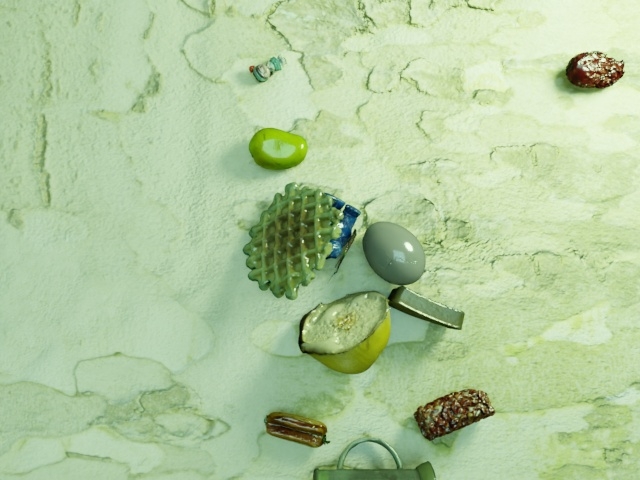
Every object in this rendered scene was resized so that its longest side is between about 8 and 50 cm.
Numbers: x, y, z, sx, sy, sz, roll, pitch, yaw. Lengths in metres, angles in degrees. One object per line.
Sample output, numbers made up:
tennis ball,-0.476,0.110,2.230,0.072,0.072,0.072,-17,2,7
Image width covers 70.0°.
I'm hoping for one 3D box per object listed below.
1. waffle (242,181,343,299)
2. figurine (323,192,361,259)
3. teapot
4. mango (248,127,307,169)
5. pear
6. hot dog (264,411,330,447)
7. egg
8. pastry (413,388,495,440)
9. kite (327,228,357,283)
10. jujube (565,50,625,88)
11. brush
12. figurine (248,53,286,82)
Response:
waffle,-0.082,-0.005,1.218,0.292,0.056,0.309,31,92,44
figurine,0.008,-0.001,1.264,0.262,0.121,0.164,-46,50,14
teapot,0.123,0.653,1.179,0.338,0.200,0.270,-2,59,1
mango,-0.122,-0.256,1.296,0.164,0.089,0.117,15,85,0
pear,0.086,0.270,1.216,0.267,0.267,0.177,-26,110,-2
hot dog,-0.063,0.512,1.246,0.189,0.055,0.072,15,88,1
egg,0.198,0.033,1.243,0.146,0.146,0.198,-43,68,-4
pastry,0.359,0.462,1.229,0.209,0.115,0.097,-21,73,0
kite,0.073,0.027,1.257,0.010,0.182,0.160,29,42,8
jujube,0.789,-0.484,1.319,0.166,0.104,0.104,11,85,-10
brush,0.285,0.184,1.242,0.197,0.123,0.059,22,82,1
figurine,-0.153,-0.509,1.340,0.106,0.047,0.059,-34,95,-5
